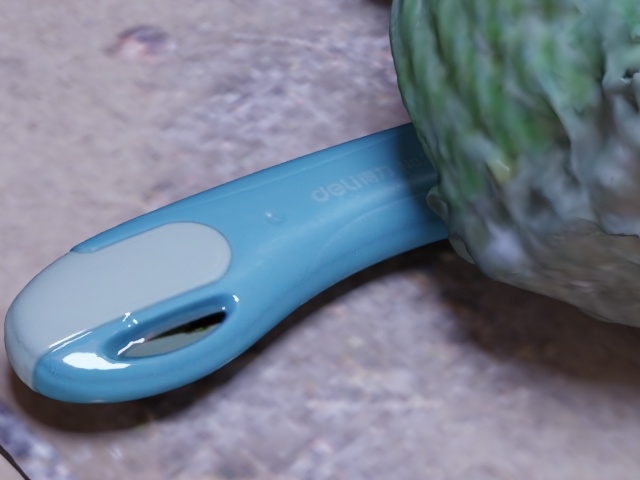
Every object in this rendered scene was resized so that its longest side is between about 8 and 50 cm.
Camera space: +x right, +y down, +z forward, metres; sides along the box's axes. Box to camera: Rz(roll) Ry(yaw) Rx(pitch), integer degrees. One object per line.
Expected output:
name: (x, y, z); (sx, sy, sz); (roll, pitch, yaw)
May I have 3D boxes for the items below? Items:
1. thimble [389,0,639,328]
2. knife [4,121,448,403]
thimble: (0.131, -0.072, 0.570); (0.219, 0.150, 0.219); (9, 63, -19)
knife: (0.000, 0.000, 0.602); (0.222, 0.031, 0.064); (-22, 50, -29)
